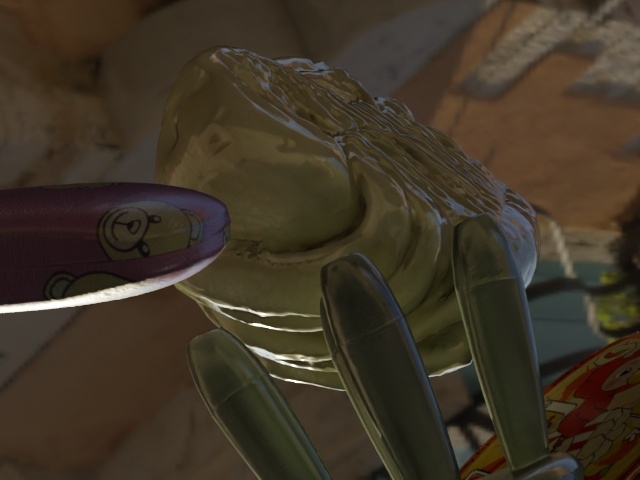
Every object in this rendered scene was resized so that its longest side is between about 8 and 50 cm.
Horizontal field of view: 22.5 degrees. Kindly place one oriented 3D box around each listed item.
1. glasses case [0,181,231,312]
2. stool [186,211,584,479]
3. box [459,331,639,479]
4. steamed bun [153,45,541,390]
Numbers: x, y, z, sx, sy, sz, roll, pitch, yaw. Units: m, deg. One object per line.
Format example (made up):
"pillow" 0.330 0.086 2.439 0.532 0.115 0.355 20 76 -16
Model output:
"glasses case" -0.213 0.006 1.075 0.316 0.123 0.076 -4 -77 21
"stool" 0.046 0.112 1.067 0.195 0.195 0.199 -32 -100 41
"box" 0.275 0.222 1.284 0.214 0.259 0.283 55 -14 -7
"steamed bun" 0.000 0.000 1.381 0.339 0.352 0.247 35 -69 3
